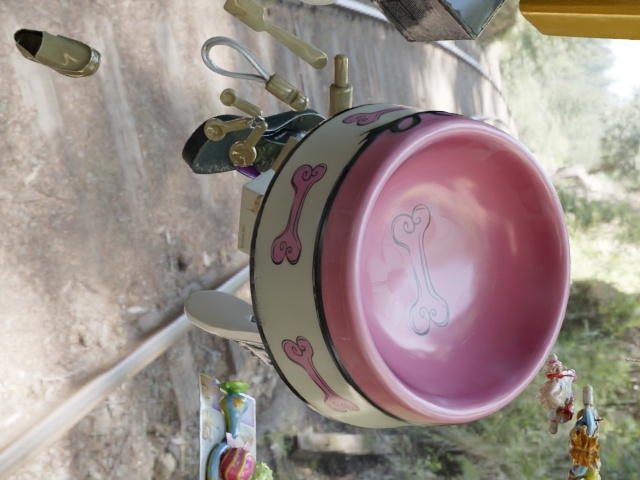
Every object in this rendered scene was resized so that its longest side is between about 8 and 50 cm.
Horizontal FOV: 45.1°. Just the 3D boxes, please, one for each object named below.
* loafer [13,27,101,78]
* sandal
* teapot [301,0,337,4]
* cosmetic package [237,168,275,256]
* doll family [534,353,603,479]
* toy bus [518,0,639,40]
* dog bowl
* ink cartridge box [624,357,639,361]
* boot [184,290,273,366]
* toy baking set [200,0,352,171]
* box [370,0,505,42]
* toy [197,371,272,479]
[{"bbox_3d":[-0.399,-0.282,1.158,0.050,0.148,0.056,24,81,-75],"label":"loafer"},{"bbox_3d":[-0.109,-0.180,1.617,0.107,0.167,0.446,48,31,16],"label":"sandal"},{"bbox_3d":[-0.047,-0.660,1.775,0.256,0.187,0.252,-29,112,-84],"label":"teapot"},{"bbox_3d":[0.000,0.000,1.450,0.113,0.310,0.160,-38,145,-45],"label":"cosmetic package"},{"bbox_3d":[0.334,0.284,0.997,0.163,0.118,0.262,5,91,-67],"label":"doll family"},{"bbox_3d":[0.469,-0.375,1.150,0.108,0.333,0.130,27,88,-39],"label":"toy bus"},{"bbox_3d":[0.129,0.033,0.911,0.408,0.150,0.407,-1,91,-34],"label":"dog bowl"},{"bbox_3d":[0.703,0.153,1.269,0.309,0.272,0.130,148,-53,-76],"label":"ink cartridge box"},{"bbox_3d":[-0.102,0.135,1.093,0.086,0.190,0.069,97,13,-45],"label":"boot"},{"bbox_3d":[-0.054,-0.179,0.980,0.030,0.197,0.256,-80,176,-55],"label":"toy baking set"},{"bbox_3d":[0.198,-0.402,1.204,0.108,0.153,0.207,40,-6,-26],"label":"box"},{"bbox_3d":[-0.102,0.294,1.006,0.137,0.056,0.237,42,31,-49],"label":"toy"}]
